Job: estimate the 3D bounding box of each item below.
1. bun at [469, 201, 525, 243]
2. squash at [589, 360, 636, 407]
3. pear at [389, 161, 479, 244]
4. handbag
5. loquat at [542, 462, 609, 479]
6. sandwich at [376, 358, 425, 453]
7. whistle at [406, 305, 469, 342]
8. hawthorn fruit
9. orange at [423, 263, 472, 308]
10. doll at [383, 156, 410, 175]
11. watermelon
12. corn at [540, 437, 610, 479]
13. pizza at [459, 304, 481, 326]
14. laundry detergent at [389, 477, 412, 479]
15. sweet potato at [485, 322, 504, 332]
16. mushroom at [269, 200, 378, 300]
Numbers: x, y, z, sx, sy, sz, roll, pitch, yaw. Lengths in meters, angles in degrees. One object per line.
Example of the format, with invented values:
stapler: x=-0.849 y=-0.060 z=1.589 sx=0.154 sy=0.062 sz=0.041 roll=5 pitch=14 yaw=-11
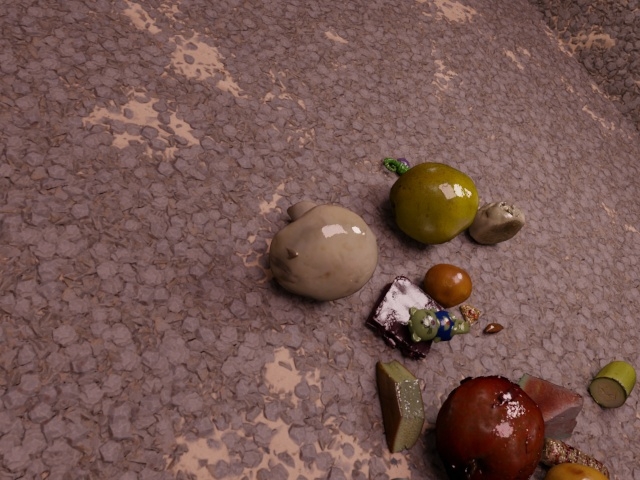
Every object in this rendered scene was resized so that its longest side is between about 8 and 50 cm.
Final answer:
bun: x=0.642 y=-0.077 z=1.970 sx=0.179 sy=0.193 sz=0.127 roll=8 pitch=57 yaw=-26
squash: x=1.018 y=0.478 z=1.859 sx=0.187 sy=0.123 sz=0.123 roll=-28 pitch=75 yaw=-40
pear: x=0.377 y=-0.128 z=1.829 sx=0.295 sy=0.294 sz=0.294 roll=13 pitch=55 yaw=-19
handbag: x=0.263 y=0.238 z=1.660 sx=0.203 sy=0.074 sz=0.216 roll=36 pitch=53 yaw=-2
loquat: x=0.711 y=0.722 z=1.491 sx=0.208 sy=0.208 sz=0.208 roll=13 pitch=55 yaw=-19
sandwich: x=0.223 y=0.448 z=1.498 sx=0.094 sy=0.096 sz=0.257 roll=7 pitch=60 yaw=-29
whistle: x=0.349 y=0.253 z=1.596 sx=0.228 sy=0.085 sz=0.105 roll=8 pitch=68 yaw=-24
hawthorn fruit: x=0.446 y=0.523 z=1.443 sx=0.316 sy=0.316 sz=0.315 roll=13 pitch=55 yaw=-19
orange: x=0.408 y=0.149 z=1.739 sx=0.159 sy=0.159 sz=0.136 roll=28 pitch=76 yaw=-8
doll: x=0.319 y=-0.257 z=2.017 sx=0.190 sy=0.050 sz=0.115 roll=29 pitch=45 yaw=-5
watermelon: x=0.707 y=0.505 z=1.671 sx=0.136 sy=0.202 sz=0.207 roll=37 pitch=39 yaw=-55
corn: x=0.770 y=0.672 z=1.629 sx=0.254 sy=0.086 sz=0.086 roll=27 pitch=52 yaw=-9
pizza: x=0.507 y=0.251 z=1.803 sx=0.083 sy=0.025 sz=0.078 roll=17 pitch=52 yaw=-18
laundry detergent: x=0.233 y=0.745 z=1.303 sx=0.215 sy=0.105 sz=0.280 roll=26 pitch=54 yaw=-13
sweet potato: x=0.583 y=0.293 z=1.810 sx=0.095 sy=0.034 sz=0.034 roll=0 pitch=60 yaw=-38
mushroom: x=0.000 y=0.000 z=1.577 sx=0.315 sy=0.314 sz=0.336 roll=7 pitch=37 yaw=-23
